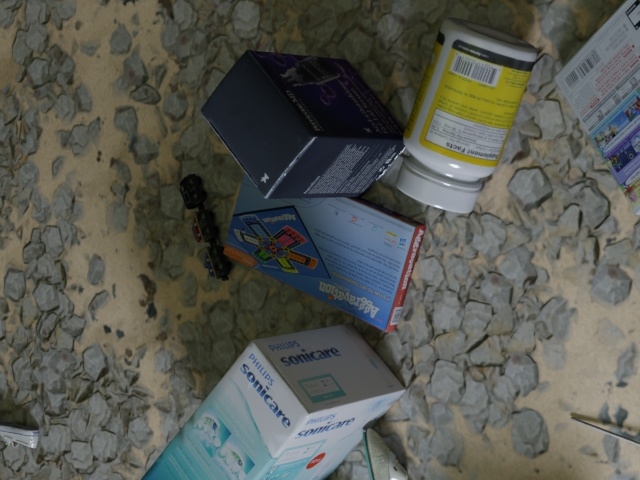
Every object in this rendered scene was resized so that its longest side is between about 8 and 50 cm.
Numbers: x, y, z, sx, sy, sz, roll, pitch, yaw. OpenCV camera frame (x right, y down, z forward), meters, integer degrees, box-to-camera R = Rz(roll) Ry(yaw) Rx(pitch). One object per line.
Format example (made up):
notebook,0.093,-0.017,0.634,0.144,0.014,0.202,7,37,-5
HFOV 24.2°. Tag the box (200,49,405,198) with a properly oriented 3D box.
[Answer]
box,-0.017,-0.140,1.835,0.108,0.207,0.153,-49,65,27

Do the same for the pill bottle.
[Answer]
pill bottle,0.167,-0.146,1.757,0.119,0.119,0.208,29,109,31

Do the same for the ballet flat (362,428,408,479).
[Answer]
ballet flat,0.092,0.317,1.888,0.052,0.057,0.168,-10,90,8

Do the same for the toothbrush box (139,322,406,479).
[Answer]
toothbrush box,-0.066,0.253,1.890,0.126,0.216,0.295,49,117,23

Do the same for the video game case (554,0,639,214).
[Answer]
video game case,0.362,-0.160,1.627,0.193,0.023,0.212,62,145,16

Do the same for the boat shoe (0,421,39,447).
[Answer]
boat shoe,-0.474,0.301,2.301,0.100,0.035,0.035,6,93,29

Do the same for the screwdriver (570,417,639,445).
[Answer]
screwdriver,0.355,0.233,1.702,0.170,0.024,0.025,13,71,37

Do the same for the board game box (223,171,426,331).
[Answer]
board game box,0.000,0.000,1.943,0.281,0.027,0.145,25,105,32

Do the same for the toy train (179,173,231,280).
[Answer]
toy train,-0.161,-0.015,2.059,0.036,0.027,0.158,-29,75,37
